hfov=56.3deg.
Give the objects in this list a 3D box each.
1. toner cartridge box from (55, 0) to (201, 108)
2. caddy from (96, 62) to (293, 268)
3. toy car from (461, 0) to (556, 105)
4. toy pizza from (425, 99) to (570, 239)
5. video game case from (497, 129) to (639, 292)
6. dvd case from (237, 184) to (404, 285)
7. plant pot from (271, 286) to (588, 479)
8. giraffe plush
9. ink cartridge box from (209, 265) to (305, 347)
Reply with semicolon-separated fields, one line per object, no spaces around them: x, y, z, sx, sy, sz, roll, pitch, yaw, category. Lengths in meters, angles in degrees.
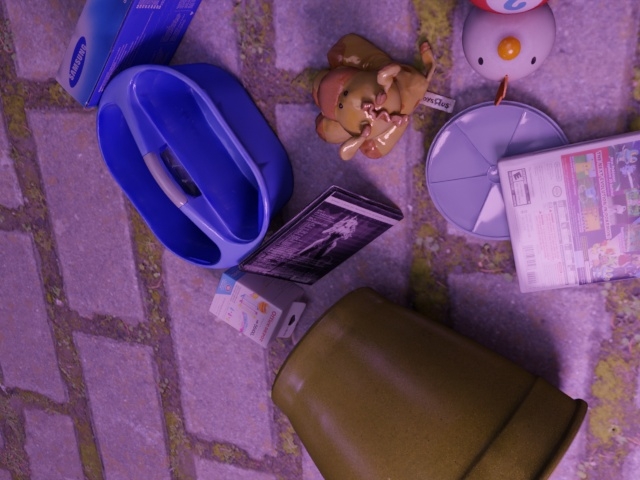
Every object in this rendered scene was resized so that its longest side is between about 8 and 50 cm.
-0.261;-0.366;0.905;0.075;0.165;0.348;43;120;6;toner cartridge box
-0.203;-0.120;0.956;0.241;0.179;0.341;-30;99;32;caddy
0.225;-0.268;0.710;0.219;0.210;0.238;1;123;14;toy car
0.250;-0.097;0.846;0.201;0.032;0.201;7;113;17;toy pizza
0.349;-0.032;0.809;0.183;0.023;0.201;-10;110;18;video game case
0.000;0.000;0.940;0.221;0.164;0.018;-37;55;32;dvd case
0.125;0.265;0.890;0.353;0.366;0.367;38;121;20;plant pot
0.063;-0.187;0.819;0.210;0.170;0.182;6;111;23;giraffe plush
-0.105;0.111;1.061;0.143;0.090;0.092;31;119;12;ink cartridge box
